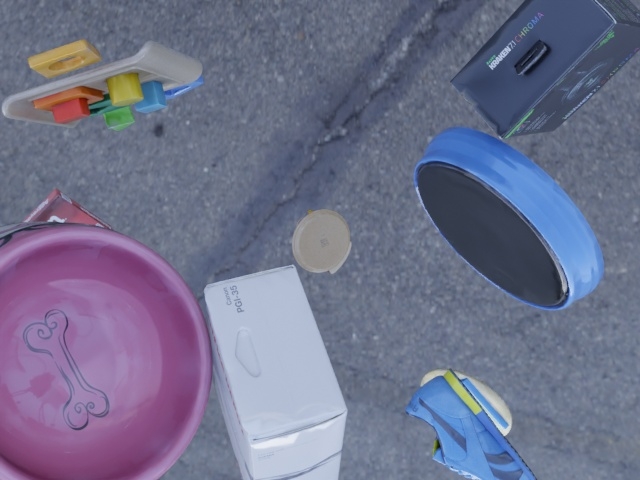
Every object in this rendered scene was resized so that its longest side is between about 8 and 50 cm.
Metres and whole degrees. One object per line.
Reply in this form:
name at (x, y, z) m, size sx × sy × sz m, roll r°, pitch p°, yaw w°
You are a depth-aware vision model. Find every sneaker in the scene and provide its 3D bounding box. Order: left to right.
sneaker at (0.180, 0.246, 1.042) m, size 0.082 × 0.069 × 0.209 m, roll -40°, pitch 96°, yaw 0°

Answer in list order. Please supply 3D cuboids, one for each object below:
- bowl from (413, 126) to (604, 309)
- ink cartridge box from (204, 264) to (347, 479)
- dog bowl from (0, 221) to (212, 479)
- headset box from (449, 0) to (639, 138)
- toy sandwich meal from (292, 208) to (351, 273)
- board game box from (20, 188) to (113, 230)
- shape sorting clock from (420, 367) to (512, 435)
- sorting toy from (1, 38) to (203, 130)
bowl at (0.322, -0.030, 1.631) m, size 0.077 × 0.391 × 0.391 m, roll -43°, pitch 128°, yaw -14°
ink cartridge box at (-0.057, 0.196, 1.115) m, size 0.117 × 0.207 × 0.283 m, roll -14°, pitch 148°, yaw -12°
dog bowl at (-0.318, 0.160, 1.155) m, size 0.408 × 0.408 × 0.150 m, roll 33°, pitch 151°, yaw -25°
headset box at (0.374, -0.297, 1.459) m, size 0.246 × 0.283 × 0.131 m, roll -47°, pitch 73°, yaw 29°
toy sandwich meal at (0.000, 0.000, 1.083) m, size 0.086 × 0.029 × 0.085 m, roll -7°, pitch 106°, yaw -26°
board game box at (-0.537, 0.041, 1.708) m, size 0.281 × 0.027 × 0.145 m, roll -44°, pitch 132°, yaw 7°
shape sorting clock at (0.303, 0.339, 1.896) m, size 0.206 × 0.040 × 0.206 m, roll 21°, pitch 139°, yaw 20°
sorting toy at (-0.251, -0.171, 1.086) m, size 0.196 × 0.348 × 0.047 m, roll -19°, pitch 88°, yaw 13°
